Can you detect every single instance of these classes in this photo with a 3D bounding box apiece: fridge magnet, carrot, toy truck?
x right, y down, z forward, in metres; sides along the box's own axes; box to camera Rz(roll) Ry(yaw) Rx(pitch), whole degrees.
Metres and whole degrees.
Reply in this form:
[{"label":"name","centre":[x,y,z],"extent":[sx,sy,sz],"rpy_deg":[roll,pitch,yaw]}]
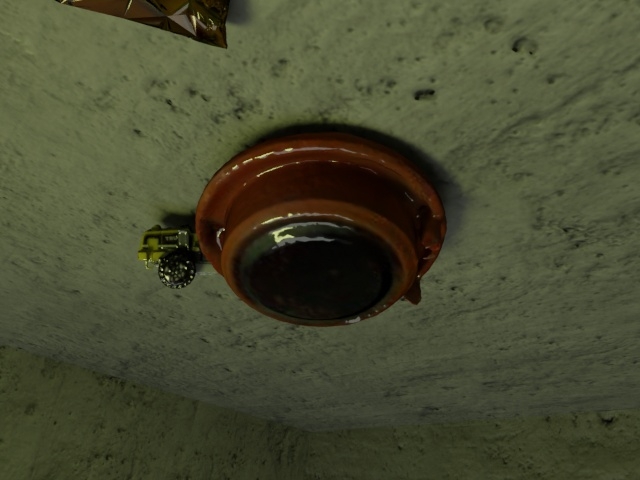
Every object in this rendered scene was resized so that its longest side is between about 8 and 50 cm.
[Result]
[{"label":"fridge magnet","centre":[0.000,0.000,0.859],"extent":[0.363,0.155,0.364],"rpy_deg":[1,139,1]},{"label":"carrot","centre":[-0.195,-0.247,0.573],"extent":[0.228,0.069,0.069],"rpy_deg":[15,153,-12]},{"label":"toy truck","centre":[-0.171,0.029,1.039],"extent":[0.285,0.111,0.136],"rpy_deg":[4,-174,-9]}]
